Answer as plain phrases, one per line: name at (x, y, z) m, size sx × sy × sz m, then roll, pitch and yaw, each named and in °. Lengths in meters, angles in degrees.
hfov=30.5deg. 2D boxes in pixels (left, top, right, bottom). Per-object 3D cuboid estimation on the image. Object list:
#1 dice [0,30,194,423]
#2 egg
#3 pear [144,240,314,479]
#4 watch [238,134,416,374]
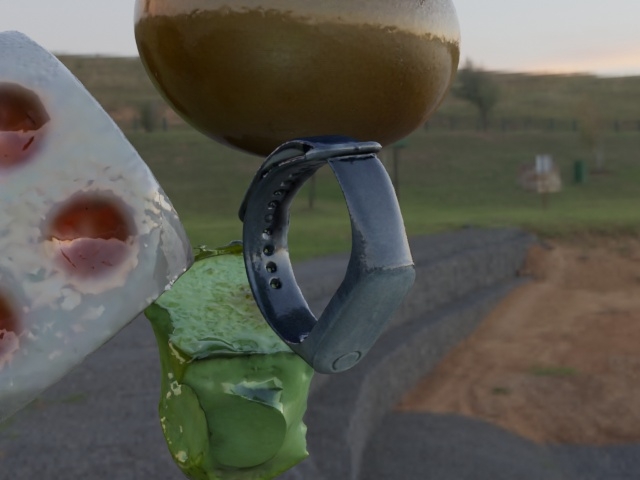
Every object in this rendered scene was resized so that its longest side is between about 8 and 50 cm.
dice at (-0.280, 0.002, 0.974) m, size 0.259 × 0.251 × 0.243 m, roll -40°, pitch 9°, yaw -14°
egg at (-0.025, -0.224, 1.257) m, size 0.351 × 0.282 × 0.282 m, roll 13°, pitch 5°, yaw 8°
pear at (-0.128, 0.186, 1.498) m, size 0.176 × 0.282 × 0.286 m, roll -8°, pitch 33°, yaw -17°
watch at (0.000, 0.000, 1.013) m, size 0.068 × 0.193 × 0.206 m, roll -8°, pitch -38°, yaw -32°
